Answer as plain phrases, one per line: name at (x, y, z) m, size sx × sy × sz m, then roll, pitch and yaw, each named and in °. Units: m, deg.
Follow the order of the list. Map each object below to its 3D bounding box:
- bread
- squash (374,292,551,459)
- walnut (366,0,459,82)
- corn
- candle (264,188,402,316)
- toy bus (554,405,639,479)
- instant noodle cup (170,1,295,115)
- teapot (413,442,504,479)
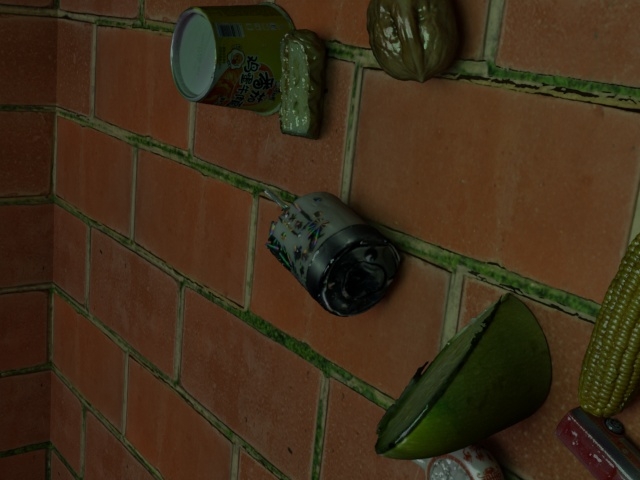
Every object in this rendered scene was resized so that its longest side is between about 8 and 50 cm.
bread at (-0.034, -0.325, 1.756) m, size 0.128 × 0.087 × 0.232 m, roll 31°, pitch 125°, yaw 57°
squash at (0.192, 0.232, 1.336) m, size 0.234 × 0.308 × 0.210 m, roll -48°, pitch 57°, yaw 44°
walnut at (0.159, -0.358, 1.441) m, size 0.155 × 0.155 × 0.184 m, roll -21°, pitch 79°, yaw 52°
corn at (0.436, 0.123, 1.173) m, size 0.102 × 0.101 × 0.313 m, roll 38°, pitch 123°, yaw 44°
candle at (0.000, 0.000, 1.665) m, size 0.330 × 0.187 × 0.188 m, roll 43°, pitch 127°, yaw 44°
toy bus at (0.432, 0.326, 1.224) m, size 0.192 × 0.077 × 0.065 m, roll 49°, pitch 133°, yaw 38°
instant noodle cup at (-0.201, -0.406, 1.866) m, size 0.264 × 0.200 × 0.265 m, roll 11°, pitch 104°, yaw 51°
teapot at (0.243, 0.417, 1.460) m, size 0.245 × 0.116 × 0.159 m, roll 21°, pitch 123°, yaw 47°
